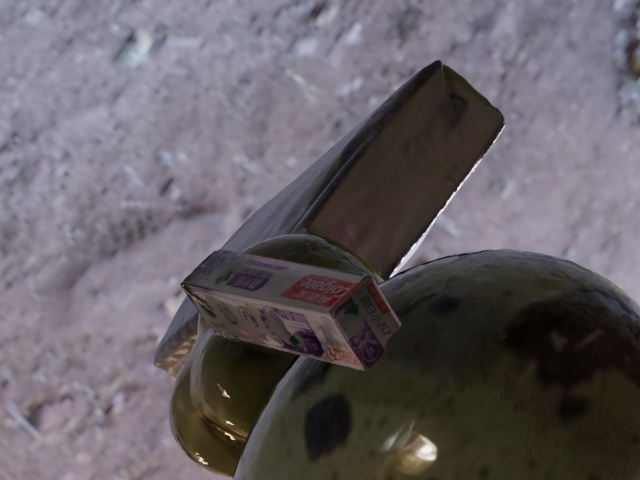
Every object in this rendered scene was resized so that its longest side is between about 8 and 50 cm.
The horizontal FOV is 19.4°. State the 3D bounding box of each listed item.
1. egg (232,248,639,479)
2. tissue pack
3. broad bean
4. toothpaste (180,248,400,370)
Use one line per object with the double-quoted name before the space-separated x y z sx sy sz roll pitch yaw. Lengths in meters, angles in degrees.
"egg" 0.090 0.171 1.346 0.379 0.288 0.287 -36 152 29
"tissue pack" 0.000 0.000 1.996 0.288 0.124 0.394 -52 -172 -36
"broad bean" -0.016 0.091 1.576 0.263 0.189 0.121 -56 177 -42
"toothpaste" -0.022 0.042 1.179 0.040 0.196 0.047 -42 113 -21
